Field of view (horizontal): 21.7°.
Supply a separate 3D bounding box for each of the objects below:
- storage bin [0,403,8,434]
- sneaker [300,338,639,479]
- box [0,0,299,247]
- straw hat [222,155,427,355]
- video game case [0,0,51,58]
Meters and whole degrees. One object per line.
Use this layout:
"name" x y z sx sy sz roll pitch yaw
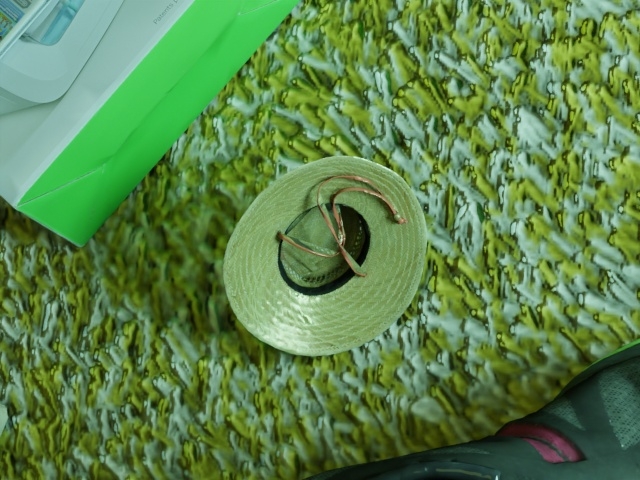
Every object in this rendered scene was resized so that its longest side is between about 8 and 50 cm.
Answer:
"storage bin" -0.384 0.187 1.134 0.260 0.123 0.262 15 78 19
"sneaker" 0.114 0.179 0.919 0.482 0.202 0.185 -21 92 -6
"box" -0.180 -0.172 1.183 0.231 0.127 0.262 42 90 20
"straw hat" 0.000 0.000 1.113 0.144 0.144 0.061 -34 28 4
"video game case" -0.229 -0.165 1.120 0.087 0.011 0.122 41 89 20
